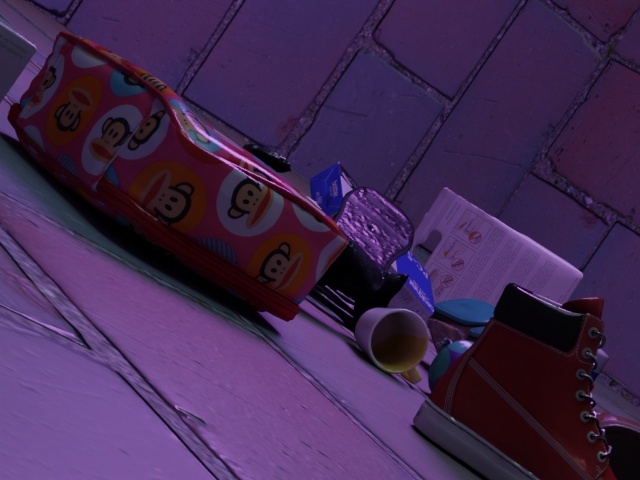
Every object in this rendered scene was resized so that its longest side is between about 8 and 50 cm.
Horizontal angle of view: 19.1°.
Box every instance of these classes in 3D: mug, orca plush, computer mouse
[{"bbox_3d":[0.063,0.099,1.836,0.062,0.078,0.064,-2,9,-21],"label":"mug"},{"bbox_3d":[-0.060,0.011,1.848,0.287,0.102,0.151,43,-44,-20],"label":"orca plush"},{"bbox_3d":[0.000,0.000,2.079,0.184,0.060,0.262,36,30,-5],"label":"computer mouse"}]

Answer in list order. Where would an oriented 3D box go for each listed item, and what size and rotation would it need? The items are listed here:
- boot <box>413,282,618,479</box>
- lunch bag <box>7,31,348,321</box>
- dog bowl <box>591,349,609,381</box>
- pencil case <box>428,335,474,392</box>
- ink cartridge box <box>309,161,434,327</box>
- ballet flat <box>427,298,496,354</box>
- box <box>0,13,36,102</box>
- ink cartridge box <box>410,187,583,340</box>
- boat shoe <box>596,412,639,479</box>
[{"bbox_3d":[0.223,0.149,1.569,0.244,0.176,0.088,36,2,3],"label":"boot"},{"bbox_3d":[-0.112,-0.051,1.642,0.258,0.120,0.293,32,4,-39],"label":"lunch bag"},{"bbox_3d":[0.283,0.137,2.773,0.265,0.104,0.265,33,4,-2],"label":"dog bowl"},{"bbox_3d":[0.167,0.152,1.836,0.152,0.070,0.064,41,-6,48],"label":"pencil case"},{"bbox_3d":[0.064,0.012,2.264,0.207,0.046,0.097,50,19,-31],"label":"ink cartridge box"},{"bbox_3d":[0.191,0.131,2.019,0.108,0.106,0.316,-4,6,-9],"label":"ballet flat"},{"bbox_3d":[-0.282,-0.135,1.381,0.101,0.102,0.087,33,6,-35],"label":"box"},{"bbox_3d":[0.201,0.059,2.473,0.225,0.181,0.056,32,3,-9],"label":"ink cartridge box"},{"bbox_3d":[0.407,0.272,2.069,0.307,0.110,0.104,34,5,-9],"label":"boat shoe"}]
